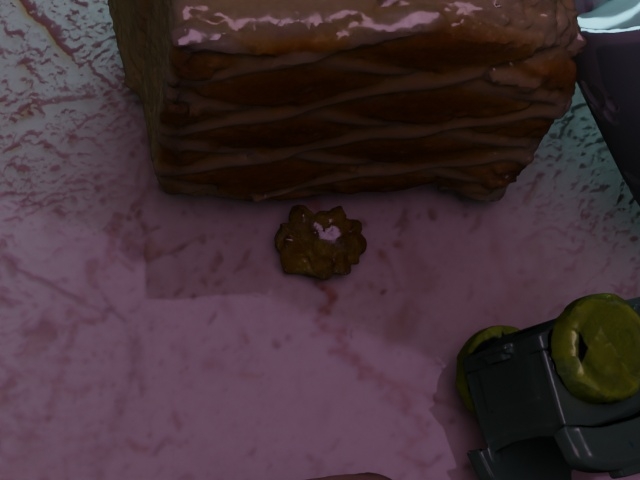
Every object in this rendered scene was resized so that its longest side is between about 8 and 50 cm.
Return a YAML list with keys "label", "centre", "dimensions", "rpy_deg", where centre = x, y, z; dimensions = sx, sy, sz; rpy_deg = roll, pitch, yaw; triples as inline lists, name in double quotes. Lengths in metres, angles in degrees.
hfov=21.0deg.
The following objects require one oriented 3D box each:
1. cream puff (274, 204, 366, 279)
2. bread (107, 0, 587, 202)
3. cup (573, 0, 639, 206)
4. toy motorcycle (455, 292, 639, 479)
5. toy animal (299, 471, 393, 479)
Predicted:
- label: "cream puff"
  centre: [0.000, 0.000, 1.637]
  dimensions: [0.083, 0.058, 0.083]
  rpy_deg: [41, 74, 5]
- label: "bread"
  centre: [0.008, -0.208, 1.544]
  dimensions: [0.390, 0.371, 0.279]
  rpy_deg: [-2, 69, -12]
- label: "cup"
  centre: [0.378, -0.181, 1.638]
  dimensions: [0.259, 0.274, 0.357]
  rpy_deg: [-18, 30, 17]
- label: "toy motorcycle"
  centre: [0.304, 0.139, 1.583]
  dimensions: [0.326, 0.191, 0.200]
  rpy_deg: [-9, 81, -29]
- label: "toy animal"
  centre: [0.007, 0.316, 1.471]
  dimensions: [0.213, 0.195, 0.256]
  rpy_deg: [-17, 78, -4]
